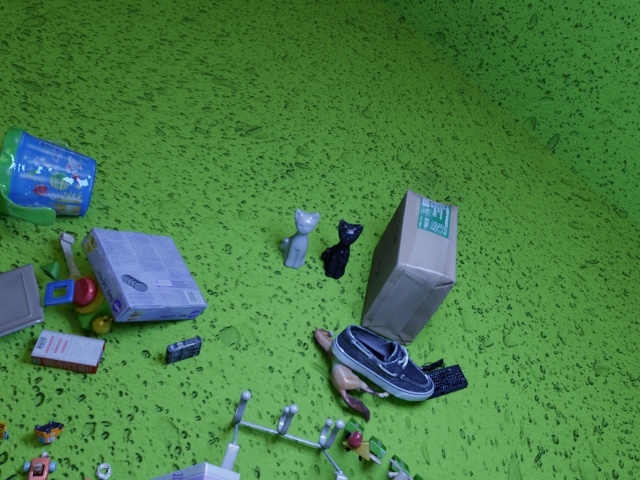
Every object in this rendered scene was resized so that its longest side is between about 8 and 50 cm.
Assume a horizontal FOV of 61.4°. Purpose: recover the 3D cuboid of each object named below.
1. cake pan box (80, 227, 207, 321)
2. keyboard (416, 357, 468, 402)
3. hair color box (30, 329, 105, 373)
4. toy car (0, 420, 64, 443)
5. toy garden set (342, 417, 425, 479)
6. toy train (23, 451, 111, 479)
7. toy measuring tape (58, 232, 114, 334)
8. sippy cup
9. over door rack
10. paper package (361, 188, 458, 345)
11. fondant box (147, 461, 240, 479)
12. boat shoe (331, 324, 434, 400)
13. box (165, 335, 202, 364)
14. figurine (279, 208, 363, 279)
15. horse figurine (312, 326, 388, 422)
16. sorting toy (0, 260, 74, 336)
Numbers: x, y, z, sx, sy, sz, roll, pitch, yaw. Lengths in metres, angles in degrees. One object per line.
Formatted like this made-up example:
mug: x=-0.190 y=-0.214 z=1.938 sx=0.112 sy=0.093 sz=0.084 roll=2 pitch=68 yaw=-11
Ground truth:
cake pan box: x=-0.435 y=0.087 z=1.359 sx=0.267 sy=0.070 sz=0.245 roll=8 pitch=44 yaw=-59
keyboard: x=0.321 y=0.379 z=1.497 sx=0.192 sy=0.038 sz=0.100 roll=-7 pitch=53 yaw=-28
hair color box: x=-0.582 y=0.258 z=1.248 sx=0.141 sy=0.043 sz=0.072 roll=14 pitch=46 yaw=-11
toy car: x=-0.606 y=0.401 z=1.130 sx=0.122 sy=0.060 sz=0.040 roll=5 pitch=91 yaw=5
toy garden set: x=0.145 y=0.510 z=1.223 sx=0.244 sy=0.204 sz=0.049 roll=38 pitch=83 yaw=14
toy train: x=-0.511 y=0.482 z=1.073 sx=0.166 sy=0.046 sz=0.125 roll=9 pitch=48 yaw=-13
toy measuring tape: x=-0.573 y=0.087 z=1.351 sx=0.121 sy=0.121 sz=0.330 roll=-12 pitch=55 yaw=-29
sippy cup: x=-0.738 y=-0.165 z=1.460 sx=0.224 sy=0.240 sz=0.305 roll=12 pitch=70 yaw=-25
over door rack: x=-0.070 y=0.414 z=1.143 sx=0.240 sy=0.324 sz=0.108 roll=18 pitch=89 yaw=-4
paper package: x=0.260 y=0.073 z=1.557 sx=0.168 sy=0.309 sz=0.324 roll=20 pitch=45 yaw=-3
fondant box: x=-0.296 y=0.544 z=0.918 sx=0.096 sy=0.330 sz=0.238 roll=45 pitch=30 yaw=-40
boat shoe: x=0.179 y=0.310 z=1.391 sx=0.301 sy=0.102 sz=0.108 roll=32 pitch=35 yaw=-6
box: x=-0.335 y=0.269 z=1.318 sx=0.083 sy=0.067 sz=0.018 roll=-13 pitch=56 yaw=-30
figurine: x=0.000 y=0.000 z=1.591 sx=0.215 sy=0.209 sz=0.092 roll=14 pitch=46 yaw=-8
horse figurine: x=0.080 y=0.338 z=1.420 sx=0.175 sy=0.066 sz=0.263 roll=12 pitch=43 yaw=-21
sorting toy: x=-0.749 y=0.158 z=1.256 sx=0.348 sy=0.047 sz=0.196 roll=-21 pitch=52 yaw=-17
